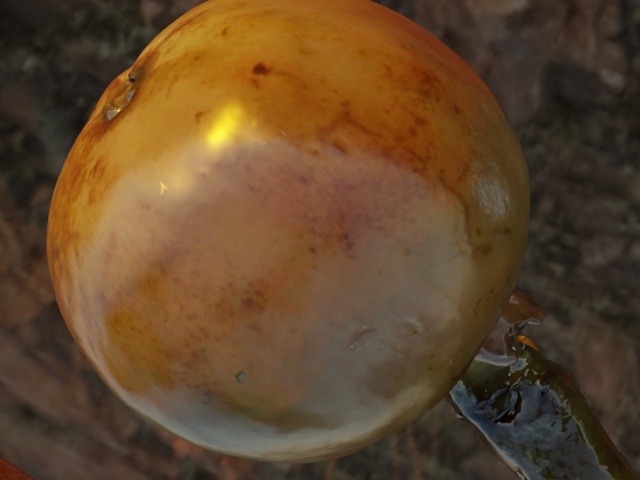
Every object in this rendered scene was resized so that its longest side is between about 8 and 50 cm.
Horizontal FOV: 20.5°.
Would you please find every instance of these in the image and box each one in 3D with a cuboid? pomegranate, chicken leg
[{"bbox_3d":[0.000,0.000,0.935,0.270,0.252,0.229,31,178,-22],"label":"pomegranate"},{"bbox_3d":[0.228,0.218,1.159,0.211,0.140,0.361,-2,133,51],"label":"chicken leg"}]

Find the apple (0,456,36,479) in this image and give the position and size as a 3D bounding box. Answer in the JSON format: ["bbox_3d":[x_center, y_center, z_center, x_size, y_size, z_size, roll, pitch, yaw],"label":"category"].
[{"bbox_3d":[-0.222,0.165,0.873,0.147,0.158,0.156,34,-179,-11],"label":"apple"}]
